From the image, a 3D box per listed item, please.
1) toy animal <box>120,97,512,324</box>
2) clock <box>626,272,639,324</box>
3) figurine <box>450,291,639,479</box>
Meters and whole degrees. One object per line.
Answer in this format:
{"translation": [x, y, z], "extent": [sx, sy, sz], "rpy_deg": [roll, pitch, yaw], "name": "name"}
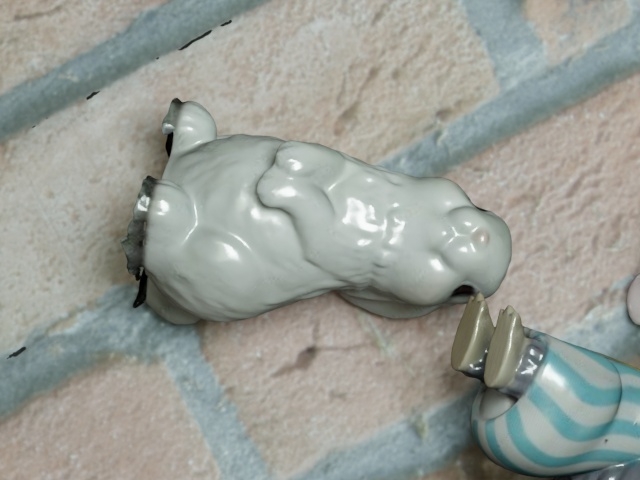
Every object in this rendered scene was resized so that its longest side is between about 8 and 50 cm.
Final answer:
{"translation": [0.000, 0.000, 1.689], "extent": [0.357, 0.258, 0.194], "rpy_deg": [12, 57, 1], "name": "toy animal"}
{"translation": [0.415, -0.046, 1.624], "extent": [0.184, 0.326, 0.342], "rpy_deg": [12, 83, 1], "name": "clock"}
{"translation": [0.245, 0.290, 1.599], "extent": [0.361, 0.266, 0.378], "rpy_deg": [23, 86, -12], "name": "figurine"}
